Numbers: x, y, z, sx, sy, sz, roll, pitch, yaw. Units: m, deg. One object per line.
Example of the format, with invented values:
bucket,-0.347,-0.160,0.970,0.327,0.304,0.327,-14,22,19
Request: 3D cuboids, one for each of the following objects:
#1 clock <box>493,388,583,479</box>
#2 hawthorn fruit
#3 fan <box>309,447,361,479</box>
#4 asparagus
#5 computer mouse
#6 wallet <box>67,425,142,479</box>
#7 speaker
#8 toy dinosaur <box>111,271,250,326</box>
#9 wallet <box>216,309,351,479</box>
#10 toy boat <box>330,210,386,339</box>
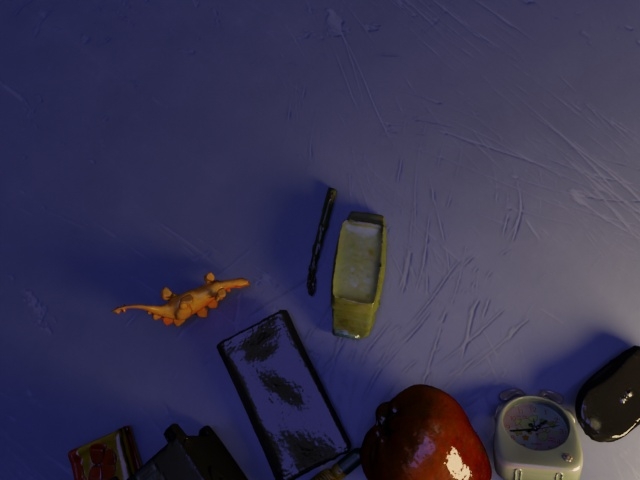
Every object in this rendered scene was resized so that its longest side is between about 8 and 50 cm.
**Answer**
clock,0.402,0.359,1.147,0.151,0.062,0.191,0,37,15
hawthorn fruit,0.206,0.407,1.128,0.260,0.224,0.224,41,83,-6
fan,0.025,0.456,1.190,0.155,0.082,0.039,-39,70,1
asparagus,0.000,0.000,1.348,0.024,0.025,0.249,21,75,-31
computer mouse,0.574,0.298,1.166,0.217,0.073,0.122,-33,76,-9
wallet,-0.427,0.519,1.245,0.141,0.067,0.241,-23,74,3
speaker,-0.231,0.497,1.140,0.184,0.232,0.254,-40,69,-4
toy dinosaur,-0.289,0.136,1.304,0.288,0.117,0.071,-16,60,-13
wallet,-0.078,0.320,1.264,0.170,0.044,0.321,-27,77,1
toy boat,0.080,0.065,1.289,0.111,0.084,0.277,9,75,8
